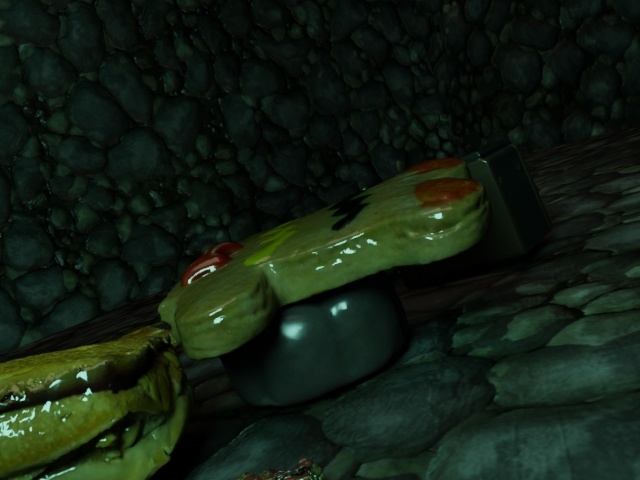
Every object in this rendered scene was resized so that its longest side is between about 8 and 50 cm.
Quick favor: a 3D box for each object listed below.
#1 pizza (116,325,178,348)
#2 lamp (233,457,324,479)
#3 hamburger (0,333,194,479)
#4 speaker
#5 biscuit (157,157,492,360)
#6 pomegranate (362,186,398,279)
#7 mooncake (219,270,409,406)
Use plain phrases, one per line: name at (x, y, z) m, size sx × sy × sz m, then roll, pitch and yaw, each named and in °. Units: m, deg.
pizza at (-0.351, 0.220, 1.271) m, size 0.197 × 0.058 × 0.292 m, roll -17°, pitch 8°, yaw 10°
lamp at (-0.044, 0.203, 0.546) m, size 0.063 × 0.031 × 0.083 m, roll -24°, pitch 3°, yaw -43°
hamburger at (-0.277, 0.192, 0.688) m, size 0.284 × 0.174 × 0.304 m, roll -19°, pitch 6°, yaw -1°
speaker at (0.238, -0.041, 1.139) m, size 0.231 × 0.192 × 0.153 m, roll -20°, pitch 5°, yaw 38°
biscuit at (0.000, 0.000, 0.800) m, size 0.394 × 0.076 × 0.368 m, roll -21°, pitch 11°, yaw 11°
pomegranate at (0.091, -0.006, 1.262) m, size 0.159 × 0.205 × 0.159 m, roll 6°, pitch 35°, yaw -5°
mooncake at (-0.010, 0.110, 0.844) m, size 0.245 × 0.133 × 0.245 m, roll -22°, pitch 12°, yaw 5°
